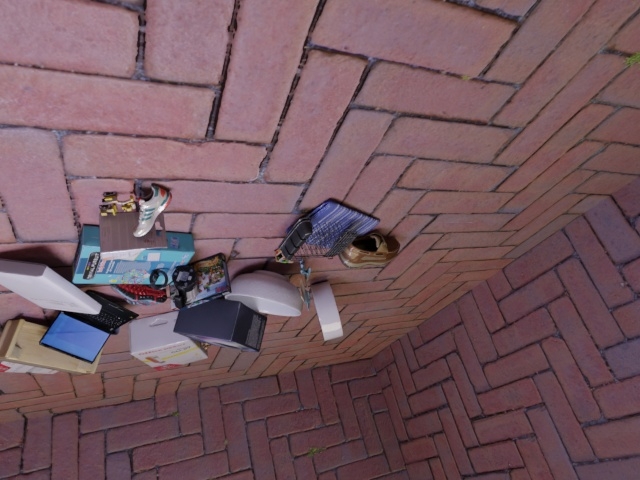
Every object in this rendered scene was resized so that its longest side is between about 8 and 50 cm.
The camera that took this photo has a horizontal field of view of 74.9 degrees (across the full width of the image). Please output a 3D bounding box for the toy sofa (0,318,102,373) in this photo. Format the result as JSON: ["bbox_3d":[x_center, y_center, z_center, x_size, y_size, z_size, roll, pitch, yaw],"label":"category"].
[{"bbox_3d":[-1.115,0.446,1.727,0.177,0.150,0.362,-13,148,35],"label":"toy sofa"}]

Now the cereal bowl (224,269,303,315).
[{"bbox_3d":[-0.233,0.221,1.813,0.338,0.141,0.339,10,159,4],"label":"cereal bowl"}]

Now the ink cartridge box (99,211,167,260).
[{"bbox_3d":[-0.557,-0.019,1.245,0.179,0.145,0.045,-4,146,-24],"label":"ink cartridge box"}]

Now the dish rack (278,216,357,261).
[{"bbox_3d":[0.000,0.000,1.591,0.271,0.074,0.208,-1,149,-35],"label":"dish rack"}]

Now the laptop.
[{"bbox_3d":[-0.922,0.353,1.678,0.264,0.137,0.234,-28,134,21],"label":"laptop"}]

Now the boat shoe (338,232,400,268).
[{"bbox_3d":[0.227,0.033,1.775,0.324,0.123,0.120,-13,144,-39],"label":"boat shoe"}]

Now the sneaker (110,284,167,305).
[{"bbox_3d":[-0.725,0.212,1.626,0.125,0.104,0.262,-21,152,14],"label":"sneaker"}]

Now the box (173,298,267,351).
[{"bbox_3d":[-0.447,0.382,1.901,0.296,0.183,0.294,3,157,20],"label":"box"}]

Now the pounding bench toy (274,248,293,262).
[{"bbox_3d":[-0.146,0.068,1.695,0.052,0.083,0.065,14,139,-45],"label":"pounding bench toy"}]

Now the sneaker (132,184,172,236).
[{"bbox_3d":[-0.502,-0.088,1.198,0.161,0.057,0.075,-52,136,0],"label":"sneaker"}]

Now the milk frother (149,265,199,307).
[{"bbox_3d":[-0.519,0.156,1.493,0.143,0.129,0.135,30,148,5],"label":"milk frother"}]

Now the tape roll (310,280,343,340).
[{"bbox_3d":[0.030,0.355,2.111,0.100,0.286,0.286,-14,153,-3],"label":"tape roll"}]

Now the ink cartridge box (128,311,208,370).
[{"bbox_3d":[-0.750,0.508,2.095,0.279,0.160,0.385,-13,152,-7],"label":"ink cartridge box"}]

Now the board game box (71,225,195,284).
[{"bbox_3d":[-0.634,0.059,1.418,0.336,0.079,0.254,6,146,-36],"label":"board game box"}]

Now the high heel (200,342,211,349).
[{"bbox_3d":[-0.493,0.491,2.178,0.261,0.186,0.093,21,177,-37],"label":"high heel"}]

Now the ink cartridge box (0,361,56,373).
[{"bbox_3d":[-1.265,0.503,1.856,0.197,0.114,0.273,-28,149,20],"label":"ink cartridge box"}]

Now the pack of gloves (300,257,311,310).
[{"bbox_3d":[-0.053,0.194,1.854,0.046,0.195,0.232,-7,153,4],"label":"pack of gloves"}]

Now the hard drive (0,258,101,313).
[{"bbox_3d":[-0.929,0.160,1.399,0.233,0.047,0.353,6,153,4],"label":"hard drive"}]

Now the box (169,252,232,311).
[{"bbox_3d":[-0.467,0.160,1.608,0.233,0.159,0.044,-20,154,6],"label":"box"}]

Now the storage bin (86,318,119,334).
[{"bbox_3d":[-0.966,0.381,1.828,0.091,0.098,0.135,-18,154,27],"label":"storage bin"}]

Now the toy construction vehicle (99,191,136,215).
[{"bbox_3d":[-0.584,-0.100,1.198,0.098,0.035,0.086,-6,151,-20],"label":"toy construction vehicle"}]

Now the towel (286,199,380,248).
[{"bbox_3d":[0.053,-0.053,1.645,0.243,0.040,0.336,-36,149,29],"label":"towel"}]
